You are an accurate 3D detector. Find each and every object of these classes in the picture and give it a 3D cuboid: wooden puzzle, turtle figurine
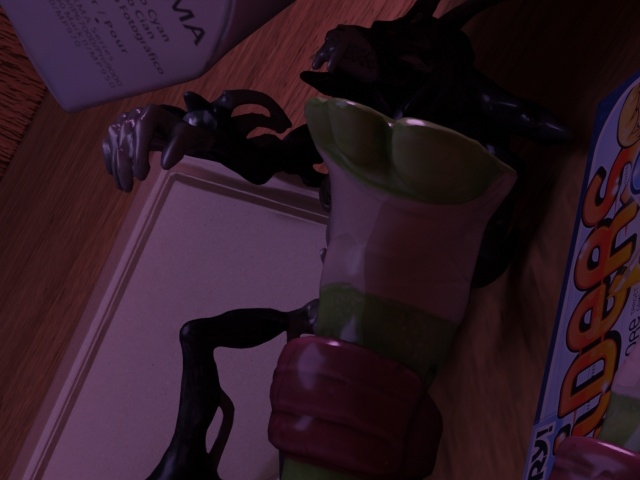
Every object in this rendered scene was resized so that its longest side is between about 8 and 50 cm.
[{"bbox_3d":[-0.046,0.071,0.929,0.238,0.044,0.221,16,79,47],"label":"wooden puzzle"},{"bbox_3d":[0.001,0.105,0.419,0.198,0.274,0.266,18,88,57],"label":"turtle figurine"}]

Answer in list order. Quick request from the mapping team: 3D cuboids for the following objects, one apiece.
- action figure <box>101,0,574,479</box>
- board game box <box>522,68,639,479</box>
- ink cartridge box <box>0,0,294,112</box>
[{"bbox_3d":[0.000,0.000,0.788,0.164,0.141,0.276,16,83,40],"label":"action figure"},{"bbox_3d":[0.118,0.014,0.584,0.136,0.035,0.201,-43,26,55],"label":"board game box"},{"bbox_3d":[0.061,-0.188,0.829,0.308,0.091,0.385,-40,20,-28],"label":"ink cartridge box"}]
